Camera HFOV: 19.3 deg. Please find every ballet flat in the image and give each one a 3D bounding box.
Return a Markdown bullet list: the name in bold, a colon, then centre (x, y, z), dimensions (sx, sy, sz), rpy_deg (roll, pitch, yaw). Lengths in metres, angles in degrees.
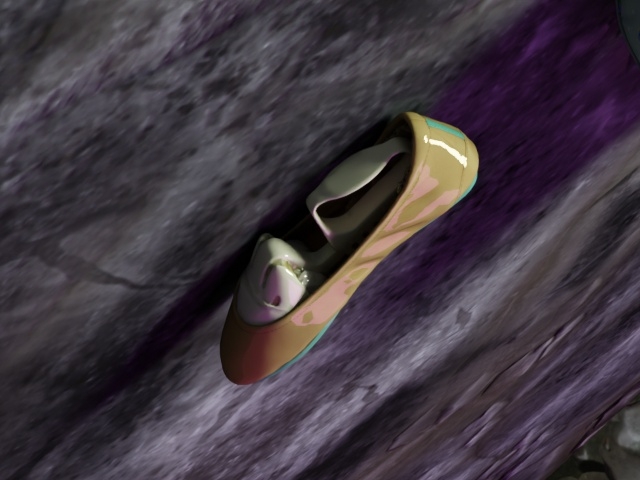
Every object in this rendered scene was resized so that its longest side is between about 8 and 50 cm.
- **ballet flat**: centre (0.000, 0.000, 1.228), dimensions (0.232, 0.080, 0.073), rpy_deg (-44, 134, 14)

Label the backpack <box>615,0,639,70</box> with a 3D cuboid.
- **backpack**: centre (0.277, -0.146, 1.216), dimensions (0.144, 0.166, 0.188), rpy_deg (-13, 152, -23)
